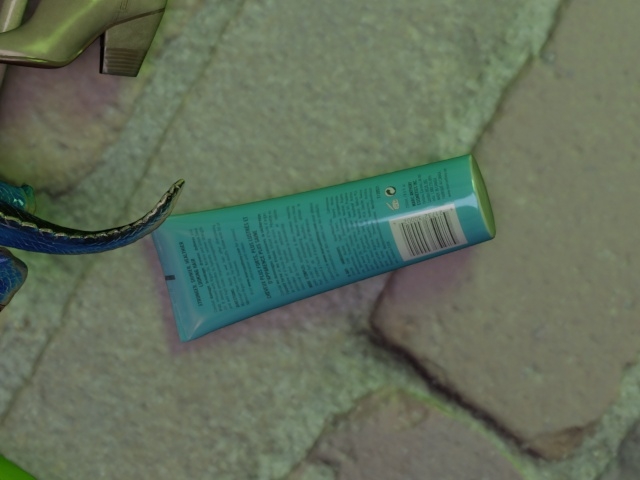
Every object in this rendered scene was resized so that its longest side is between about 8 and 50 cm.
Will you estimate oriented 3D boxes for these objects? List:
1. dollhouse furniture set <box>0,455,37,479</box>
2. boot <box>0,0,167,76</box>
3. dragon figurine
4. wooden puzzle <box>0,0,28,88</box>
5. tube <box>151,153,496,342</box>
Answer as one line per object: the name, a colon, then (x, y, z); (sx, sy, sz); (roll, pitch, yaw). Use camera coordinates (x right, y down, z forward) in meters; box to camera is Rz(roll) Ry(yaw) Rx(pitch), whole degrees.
dollhouse furniture set: (-0.310, 0.256, 1.020); (0.197, 0.151, 0.302); (34, 99, -1)
boot: (-0.148, -0.144, 0.989); (0.118, 0.042, 0.087); (3, 96, -27)
dragon figurine: (-0.233, -0.025, 0.949); (0.289, 0.144, 0.085); (4, 69, 26)
wooden puzzle: (-0.326, -0.237, 0.987); (0.347, 0.080, 0.322); (20, 99, 2)
tube: (0.000, 0.000, 1.014); (0.207, 0.052, 0.080); (-15, 92, 12)
